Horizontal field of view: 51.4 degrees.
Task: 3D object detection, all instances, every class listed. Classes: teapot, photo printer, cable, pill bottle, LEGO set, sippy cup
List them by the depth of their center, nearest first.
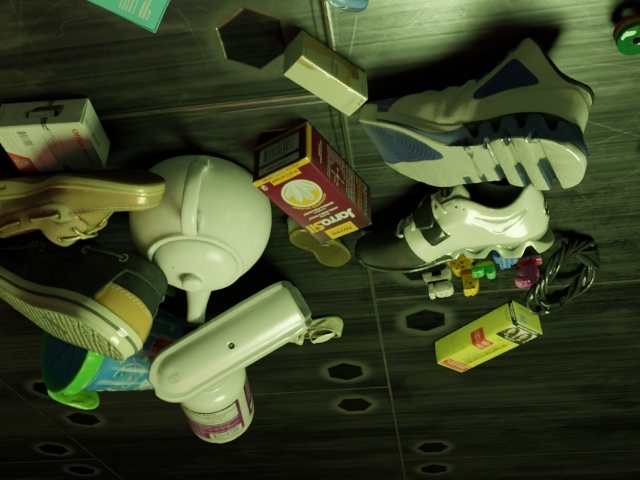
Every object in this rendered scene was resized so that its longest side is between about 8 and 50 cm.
[{"bbox_3d":[-0.199,-0.005,1.082,0.253,0.187,0.256,-25,135,29],"label":"teapot"},{"bbox_3d":[0.455,0.060,1.233,0.185,0.047,0.150,-11,122,-35],"label":"cable"},{"bbox_3d":[-0.169,0.191,1.242,0.308,0.107,0.256,-31,176,1],"label":"photo printer"},{"bbox_3d":[0.302,0.069,1.245,0.227,0.093,0.087,-11,141,15],"label":"LEGO set"},{"bbox_3d":[-0.411,0.208,1.353,0.306,0.240,0.224,-21,149,40],"label":"sippy cup"},{"bbox_3d":[-0.253,0.345,1.558,0.169,0.169,0.301,0,142,1],"label":"pill bottle"}]

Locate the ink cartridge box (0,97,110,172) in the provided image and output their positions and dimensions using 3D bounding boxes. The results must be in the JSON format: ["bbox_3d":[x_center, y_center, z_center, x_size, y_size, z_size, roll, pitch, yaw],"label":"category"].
[{"bbox_3d":[-0.397,-0.155,0.993,0.135,0.056,0.099,-2,144,4],"label":"ink cartridge box"}]

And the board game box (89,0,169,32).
[{"bbox_3d":[-0.275,-0.393,0.659,0.336,0.079,0.254,21,139,-24],"label":"board game box"}]

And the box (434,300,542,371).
[{"bbox_3d":[0.365,0.216,1.467,0.087,0.058,0.232,25,137,-30],"label":"box"}]

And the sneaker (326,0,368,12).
[{"bbox_3d":[0.011,-0.322,0.771,0.144,0.053,0.059,30,132,-34],"label":"sneaker"}]

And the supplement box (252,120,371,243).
[{"bbox_3d":[-0.010,-0.086,1.057,0.104,0.080,0.188,-22,137,27],"label":"supplement box"}]

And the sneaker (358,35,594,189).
[{"bbox_3d":[0.228,-0.175,0.906,0.316,0.182,0.127,12,152,38],"label":"sneaker"}]

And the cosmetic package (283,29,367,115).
[{"bbox_3d":[0.008,-0.224,0.894,0.115,0.060,0.041,25,135,-31],"label":"cosmetic package"}]

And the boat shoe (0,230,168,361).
[{"bbox_3d":[-0.436,0.070,1.138,0.500,0.156,0.186,8,144,42],"label":"boat shoe"}]

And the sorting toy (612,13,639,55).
[{"bbox_3d":[0.511,-0.288,0.810,0.275,0.046,0.132,3,143,-2],"label":"sorting toy"}]

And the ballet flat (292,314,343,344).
[{"bbox_3d":[-0.032,0.202,1.461,0.168,0.052,0.057,-13,141,18],"label":"ballet flat"}]

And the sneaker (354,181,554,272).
[{"bbox_3d":[0.206,-0.041,1.105,0.331,0.122,0.146,-11,123,16],"label":"sneaker"}]

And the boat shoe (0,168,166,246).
[{"bbox_3d":[-0.372,-0.050,1.015,0.341,0.110,0.122,1,-171,30],"label":"boat shoe"}]

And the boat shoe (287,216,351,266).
[{"bbox_3d":[-0.002,0.001,1.211,0.056,0.048,0.153,-40,135,25],"label":"boat shoe"}]
